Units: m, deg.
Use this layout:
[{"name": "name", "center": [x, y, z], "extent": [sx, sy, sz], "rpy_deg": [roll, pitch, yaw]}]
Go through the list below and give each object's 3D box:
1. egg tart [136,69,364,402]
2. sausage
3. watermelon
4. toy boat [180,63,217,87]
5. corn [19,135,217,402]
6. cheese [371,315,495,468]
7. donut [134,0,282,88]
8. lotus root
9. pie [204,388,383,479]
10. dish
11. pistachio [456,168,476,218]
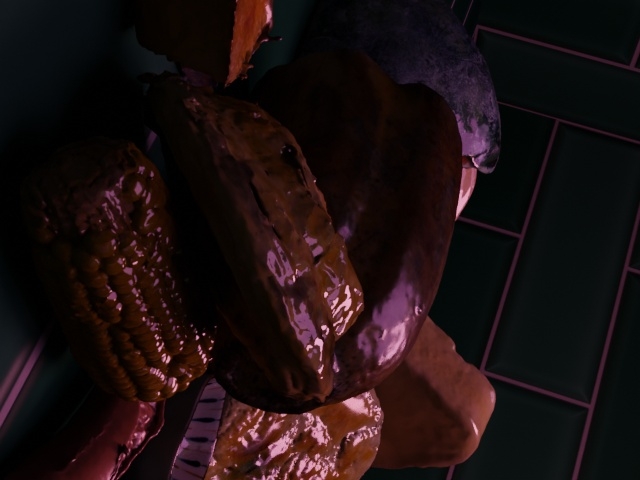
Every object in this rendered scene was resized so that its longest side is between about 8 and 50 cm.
[{"name": "egg tart", "center": [-0.049, -0.011, 0.872], "extent": [0.095, 0.279, 0.279], "rpy_deg": [-26, 157, -11]}, {"name": "sausage", "center": [-0.186, 0.165, 0.927], "extent": [0.304, 0.078, 0.078], "rpy_deg": [-57, 162, -61]}, {"name": "watermelon", "center": [0.058, -0.174, 1.471], "extent": [0.289, 0.320, 0.213], "rpy_deg": [-33, 180, -26]}, {"name": "toy boat", "center": [-0.092, -0.200, 0.991], "extent": [0.096, 0.034, 0.122], "rpy_deg": [82, 18, -70]}, {"name": "corn", "center": [-0.138, 0.028, 0.841], "extent": [0.322, 0.119, 0.119], "rpy_deg": [90, 19, -60]}, {"name": "cheese", "center": [0.019, 0.145, 1.594], "extent": [0.104, 0.383, 0.384], "rpy_deg": [-49, 155, -53]}, {"name": "donut", "center": [-0.054, -0.244, 0.880], "extent": [0.259, 0.101, 0.152], "rpy_deg": [-60, 164, -50]}, {"name": "lotus root", "center": [0.000, 0.000, 1.139], "extent": [0.250, 0.250, 0.346], "rpy_deg": [95, 10, -54]}, {"name": "pie", "center": [-0.061, 0.275, 1.472], "extent": [0.337, 0.075, 0.338], "rpy_deg": [-21, 127, -31]}, {"name": "dish", "center": [-0.158, 0.215, 1.221], "extent": [0.190, 0.066, 0.191], "rpy_deg": [15, 90, -82]}, {"name": "pistachio", "center": [0.109, -0.080, 1.787], "extent": [0.309, 0.229, 0.230], "rpy_deg": [-67, 174, 22]}]
